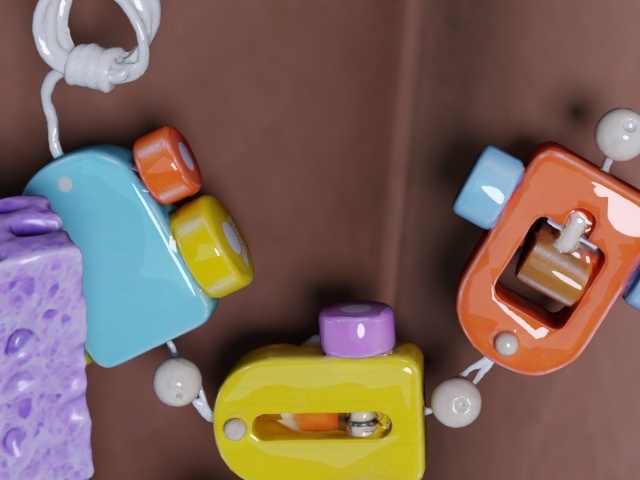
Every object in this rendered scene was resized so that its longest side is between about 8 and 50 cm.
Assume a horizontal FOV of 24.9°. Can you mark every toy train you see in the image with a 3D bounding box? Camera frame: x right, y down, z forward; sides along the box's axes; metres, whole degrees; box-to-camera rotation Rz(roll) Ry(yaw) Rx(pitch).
[{"bbox_3d":[0.000,0.000,0.365,0.166,0.046,0.125,24,103,2],"label":"toy train"}]

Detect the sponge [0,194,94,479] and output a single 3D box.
[{"bbox_3d":[-0.154,0.060,0.309,0.210,0.031,0.117,-10,123,-21],"label":"sponge"}]
